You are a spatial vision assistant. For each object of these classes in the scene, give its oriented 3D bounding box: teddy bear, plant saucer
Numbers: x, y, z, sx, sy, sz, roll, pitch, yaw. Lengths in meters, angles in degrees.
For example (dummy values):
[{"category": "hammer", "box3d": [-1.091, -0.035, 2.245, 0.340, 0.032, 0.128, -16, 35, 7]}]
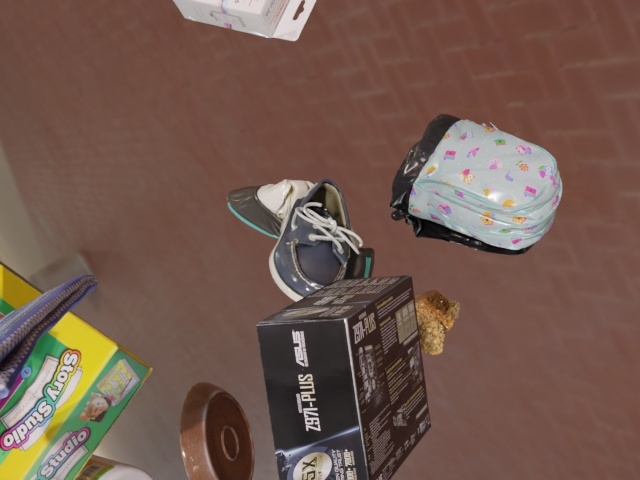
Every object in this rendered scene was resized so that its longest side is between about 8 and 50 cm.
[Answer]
[{"category": "teddy bear", "box3d": [0.186, 0.231, 2.180, 0.245, 0.338, 0.113, -25, 96, 27]}, {"category": "plant saucer", "box3d": [-0.126, 0.262, 1.231, 0.168, 0.029, 0.168, -16, -90, -72]}]

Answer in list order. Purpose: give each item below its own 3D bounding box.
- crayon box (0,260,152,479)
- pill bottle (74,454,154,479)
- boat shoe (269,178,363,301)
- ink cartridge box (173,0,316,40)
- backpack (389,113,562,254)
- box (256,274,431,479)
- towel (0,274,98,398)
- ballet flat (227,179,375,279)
[{"category": "crayon box", "box3d": [-0.460, 0.236, 1.306, 0.313, 0.363, 0.106, 29, 167, 29]}, {"category": "pill bottle", "box3d": [-0.367, 0.385, 1.431, 0.246, 0.136, 0.136, 3, 128, 40]}, {"category": "boat shoe", "box3d": [0.000, 0.000, 1.166, 0.095, 0.079, 0.254, 29, -158, -8]}, {"category": "ink cartridge box", "box3d": [-0.109, -0.376, 1.429, 0.198, 0.115, 0.067, 17, 163, 20]}, {"category": "backpack", "box3d": [0.188, -0.063, 1.117, 0.182, 0.152, 0.115, 26, 159, 20]}, {"category": "box", "box3d": [0.026, 0.118, 0.801, 0.077, 0.180, 0.147, -5, 97, 22]}, {"category": "towel", "box3d": [-0.322, 0.140, 0.673, 0.040, 0.336, 0.243, 59, -174, -10]}, {"category": "ballet flat", "box3d": [-0.021, -0.026, 1.350, 0.280, 0.095, 0.096, 38, 118, 31]}]
